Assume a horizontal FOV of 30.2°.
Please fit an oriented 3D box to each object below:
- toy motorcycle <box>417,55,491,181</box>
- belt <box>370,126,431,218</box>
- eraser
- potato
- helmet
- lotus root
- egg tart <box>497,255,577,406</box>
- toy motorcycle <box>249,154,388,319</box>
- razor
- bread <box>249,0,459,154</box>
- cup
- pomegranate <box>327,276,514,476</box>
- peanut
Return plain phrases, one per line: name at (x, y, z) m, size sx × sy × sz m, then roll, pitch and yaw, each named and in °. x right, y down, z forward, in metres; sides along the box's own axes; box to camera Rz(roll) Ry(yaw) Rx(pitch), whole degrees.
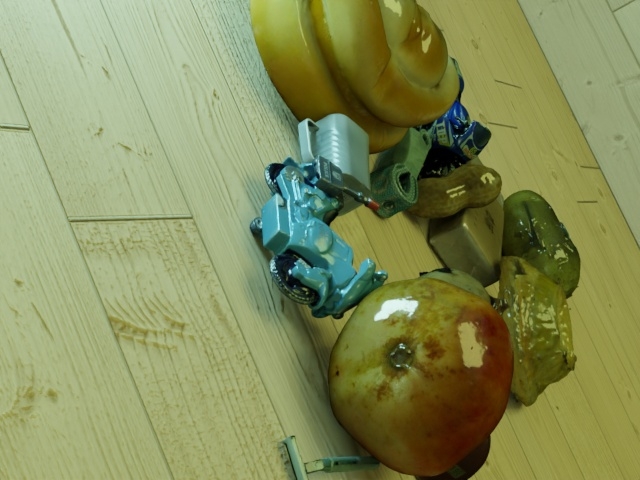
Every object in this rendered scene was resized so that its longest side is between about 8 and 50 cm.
toy motorcycle at (0.240, -0.224, 2.280) m, size 0.113 × 0.169 × 0.315 m, roll 38°, pitch 34°, yaw -40°
belt at (0.140, -0.139, 2.108) m, size 0.087 × 0.072 × 0.302 m, roll 49°, pitch 28°, yaw -17°
eraser at (0.290, -0.044, 2.298) m, size 0.144 × 0.078 × 0.343 m, roll 55°, pitch 25°, yaw -20°
potato at (0.455, 0.008, 2.488) m, size 0.169 × 0.143 × 0.248 m, roll 39°, pitch 30°, yaw -60°
helmet at (0.197, 0.289, 1.734) m, size 0.175 × 0.106 × 0.155 m, roll 56°, pitch 25°, yaw -22°
lotus root at (0.185, 0.120, 1.848) m, size 0.257 × 0.140 × 0.154 m, roll -1°, pitch 79°, yaw -53°
egg tart at (0.393, 0.159, 2.159) m, size 0.290 × 0.115 × 0.290 m, roll -8°, pitch 90°, yaw -73°
toy motorcycle at (0.000, 0.000, 1.618) m, size 0.182 × 0.123 × 0.272 m, roll 27°, pitch 37°, yaw -29°
razor at (0.027, 0.281, 1.487) m, size 0.211 × 0.036 × 0.084 m, roll 12°, pitch 56°, yaw -59°
bread at (0.060, -0.330, 1.936) m, size 0.424 × 0.245 × 0.329 m, roll 38°, pitch 32°, yaw -50°
cup at (0.014, -0.125, 1.820) m, size 0.128 × 0.095 × 0.129 m, roll 37°, pitch 35°, yaw -39°
pomegranate at (0.137, 0.185, 1.563) m, size 0.252 × 0.229 × 0.270 m, roll -65°, pitch 154°, yaw -16°
peanut at (0.236, -0.089, 2.143) m, size 0.193 × 0.089 × 0.089 m, roll -14°, pitch 72°, yaw -20°
